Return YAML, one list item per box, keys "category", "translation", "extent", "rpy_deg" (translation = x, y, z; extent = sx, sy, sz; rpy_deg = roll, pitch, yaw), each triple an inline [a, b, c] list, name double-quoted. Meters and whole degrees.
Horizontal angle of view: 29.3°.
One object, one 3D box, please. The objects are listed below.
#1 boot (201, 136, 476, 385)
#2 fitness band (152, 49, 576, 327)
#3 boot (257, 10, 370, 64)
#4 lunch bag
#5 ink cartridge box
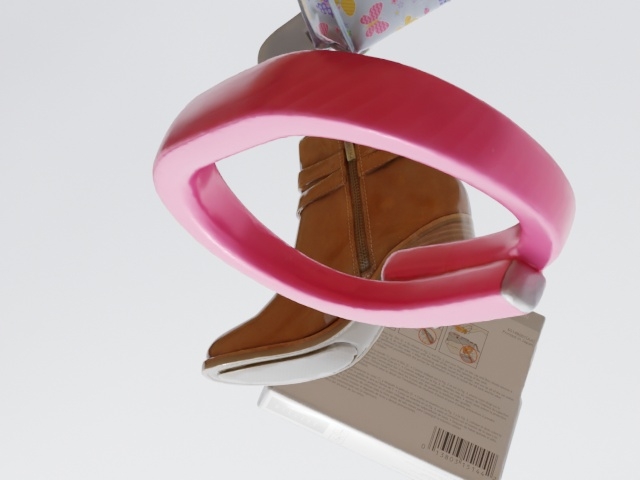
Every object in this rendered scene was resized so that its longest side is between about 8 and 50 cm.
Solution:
- category: "boot"
  translation: [0.000, 0.000, 1.123]
  extent: [0.283, 0.109, 0.220]
  rpy_deg: [-25, -115, 20]
- category: "fitness band"
  translation: [0.016, -0.021, 0.728]
  extent: [0.291, 0.209, 0.054]
  rpy_deg: [-15, -134, 57]
- category: "boot"
  translation: [0.043, -0.278, 1.534]
  extent: [0.258, 0.123, 0.095]
  rpy_deg: [-30, -96, 20]
- category: "lunch bag"
  translation: [0.020, -0.147, 0.634]
  extent: [0.071, 0.083, 0.053]
  rpy_deg: [-31, -154, -18]
- category: "ink cartridge box"
  translation: [0.106, 0.148, 1.501]
  extent: [0.296, 0.066, 0.261]
  rpy_deg: [26, -125, -1]
